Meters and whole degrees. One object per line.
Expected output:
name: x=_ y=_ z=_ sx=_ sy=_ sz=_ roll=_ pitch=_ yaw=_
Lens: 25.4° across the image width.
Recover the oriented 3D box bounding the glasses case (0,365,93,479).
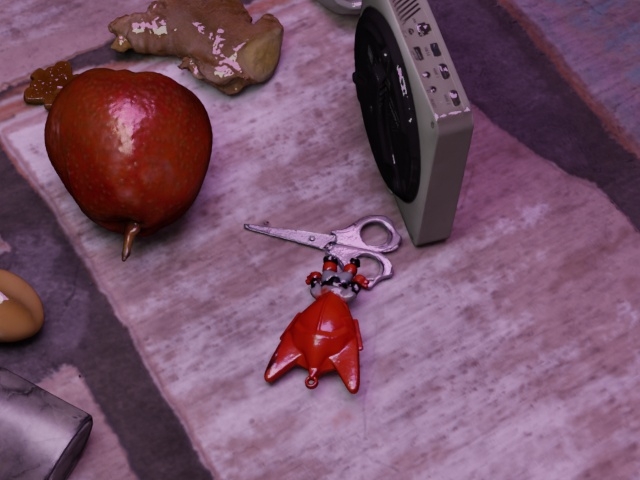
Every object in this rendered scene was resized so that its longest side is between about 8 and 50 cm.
glasses case: x=-0.397 y=0.170 z=1.527 sx=0.299 sy=0.060 sz=0.114 roll=26 pitch=74 yaw=11

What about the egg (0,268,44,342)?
egg: x=-0.354 y=0.073 z=1.582 sx=0.096 sy=0.080 sz=0.080 roll=14 pitch=58 yaw=8

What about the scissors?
scissors: x=0.000 y=0.000 z=1.692 sx=0.189 sy=0.015 sz=0.100 roll=12 pitch=61 yaw=4

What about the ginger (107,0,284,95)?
ginger: x=-0.156 y=-0.266 z=1.813 sx=0.213 sy=0.074 sz=0.137 roll=19 pitch=59 yaw=15

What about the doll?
doll: x=0.007 y=0.092 z=1.609 sx=0.109 sy=0.057 sz=0.169 roll=7 pitch=64 yaw=15

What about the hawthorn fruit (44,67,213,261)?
hawthorn fruit: x=-0.219 y=-0.084 z=1.634 sx=0.196 sy=0.196 sz=0.225 roll=-1 pitch=75 yaw=-5

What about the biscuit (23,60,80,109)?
biscuit: x=-0.324 y=-0.188 z=1.783 sx=0.092 sy=0.016 sz=0.082 roll=30 pitch=56 yaw=13

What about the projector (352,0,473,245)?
projector: x=0.096 y=-0.161 z=1.655 sx=0.079 sy=0.259 sz=0.257 roll=-13 pitch=60 yaw=-11

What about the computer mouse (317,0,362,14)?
computer mouse: x=0.020 y=-0.348 z=1.884 sx=0.089 sy=0.056 sz=0.181 roll=-35 pitch=59 yaw=-24
